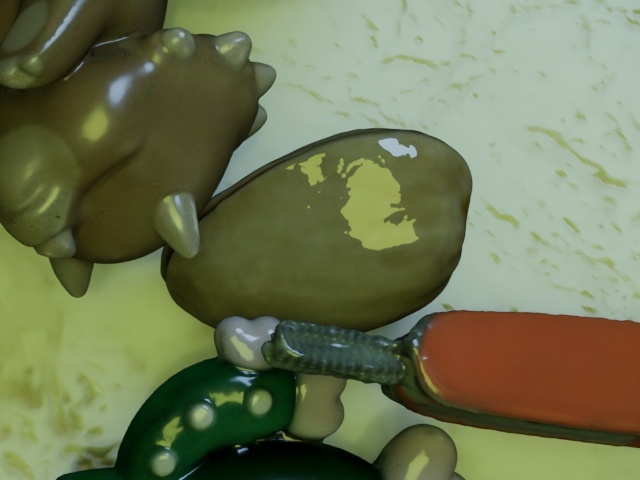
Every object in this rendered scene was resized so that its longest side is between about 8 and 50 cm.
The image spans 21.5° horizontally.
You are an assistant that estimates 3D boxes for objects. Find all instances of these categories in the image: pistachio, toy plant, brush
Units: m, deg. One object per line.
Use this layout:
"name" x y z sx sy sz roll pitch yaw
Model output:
"pistachio" 0.000 0.000 0.947 0.185 0.126 0.108 -24 48 11
"toy plant" -0.031 0.177 0.937 0.243 0.112 0.232 35 92 -18
"brush" 0.116 0.074 0.944 0.323 0.051 0.070 10 67 -24

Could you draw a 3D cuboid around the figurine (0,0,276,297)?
"figurine" -0.116 -0.094 0.922 0.177 0.247 0.173 -31 129 19
